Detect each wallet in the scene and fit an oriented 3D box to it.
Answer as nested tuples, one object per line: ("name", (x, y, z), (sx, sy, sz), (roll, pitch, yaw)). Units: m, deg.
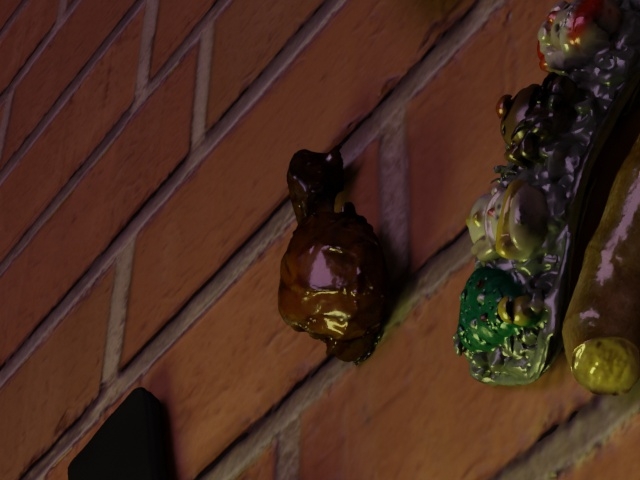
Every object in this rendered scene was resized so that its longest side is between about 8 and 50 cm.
("wallet", (-0.198, 0.261, 1.758), (0.149, 0.044, 0.250), (-50, 26, 17))

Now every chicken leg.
("chicken leg", (0.000, 0.000, 1.584), (0.304, 0.093, 0.113), (-107, 37, -64))

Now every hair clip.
("hair clip", (0.162, -0.057, 1.295), (0.138, 0.091, 0.321), (-13, 52, 64))

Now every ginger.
("ginger", (0.230, -0.038, 1.168), (0.298, 0.065, 0.118), (-65, 10, -8))
